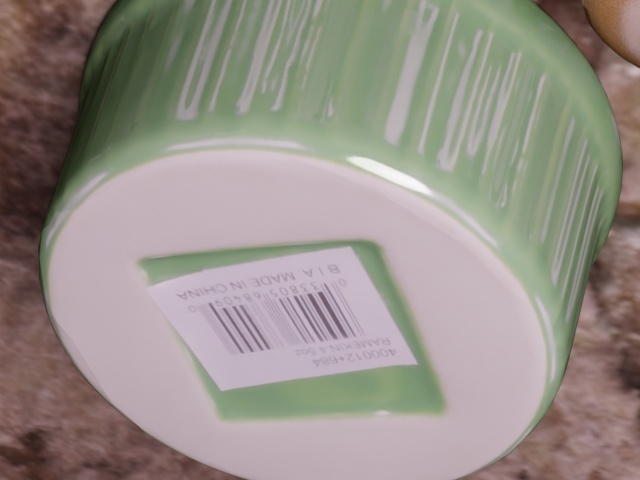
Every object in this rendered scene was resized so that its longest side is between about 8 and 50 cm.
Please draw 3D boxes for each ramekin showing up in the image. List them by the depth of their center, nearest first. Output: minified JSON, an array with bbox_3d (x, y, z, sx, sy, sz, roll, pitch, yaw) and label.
[{"bbox_3d":[0.000,0.000,0.870,0.303,0.148,0.303,9,136,8],"label":"ramekin"}]

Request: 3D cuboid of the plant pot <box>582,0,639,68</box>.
[{"bbox_3d":[0.226,-0.119,0.677,0.236,0.032,0.236,-12,160,-5],"label":"plant pot"}]
